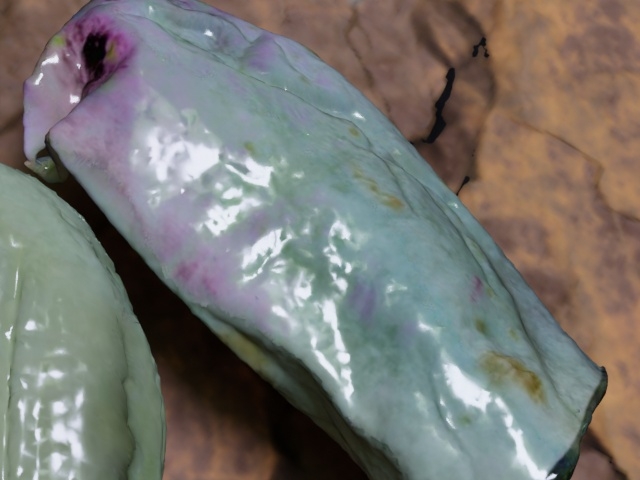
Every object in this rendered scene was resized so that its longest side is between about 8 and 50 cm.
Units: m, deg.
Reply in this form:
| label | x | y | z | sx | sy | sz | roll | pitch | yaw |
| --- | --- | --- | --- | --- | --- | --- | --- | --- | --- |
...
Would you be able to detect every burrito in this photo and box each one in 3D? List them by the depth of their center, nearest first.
| label | x | y | z | sx | sy | sz | roll | pitch | yaw |
| --- | --- | --- | --- | --- | --- | --- | --- | --- | --- |
| burrito | 0.000 | 0.000 | 0.560 | 0.229 | 0.144 | 0.089 | 44 | 104 | 4 |

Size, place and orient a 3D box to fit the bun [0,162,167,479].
| label | x | y | z | sx | sy | sz | roll | pitch | yaw |
| --- | --- | --- | --- | --- | --- | --- | --- | --- | --- |
| bun | -0.148 | 0.069 | 0.501 | 0.221 | 0.108 | 0.221 | 3 | 67 | -6 |
